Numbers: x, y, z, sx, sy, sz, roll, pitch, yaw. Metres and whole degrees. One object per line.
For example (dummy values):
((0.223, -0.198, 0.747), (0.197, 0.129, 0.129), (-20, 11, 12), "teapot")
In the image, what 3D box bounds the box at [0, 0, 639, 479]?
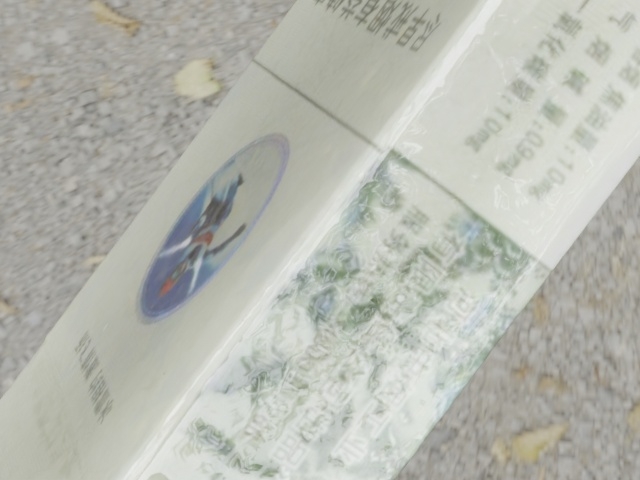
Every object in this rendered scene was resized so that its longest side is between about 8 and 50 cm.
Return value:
((0.000, 0.000, 0.523), (0.069, 0.164, 0.256), (36, 94, -20), "box")
